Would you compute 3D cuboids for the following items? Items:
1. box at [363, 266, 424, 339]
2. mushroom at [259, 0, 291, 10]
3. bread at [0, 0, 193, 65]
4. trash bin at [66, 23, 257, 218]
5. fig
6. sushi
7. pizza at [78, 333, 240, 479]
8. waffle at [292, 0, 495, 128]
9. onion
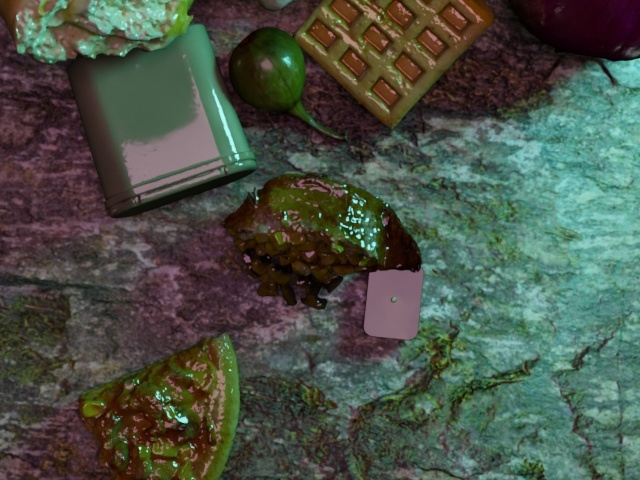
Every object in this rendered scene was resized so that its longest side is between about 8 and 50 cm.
[{"bbox_3d":[0.116,0.095,1.873,0.091,0.031,0.126,5,89,-4],"label":"box"},{"bbox_3d":[-0.087,-0.466,1.790,0.260,0.234,0.254,16,52,31],"label":"mushroom"},{"bbox_3d":[-0.335,-0.412,1.666,0.316,0.211,0.270,-11,57,-37],"label":"bread"},{"bbox_3d":[-0.247,-0.186,1.807,0.243,0.121,0.247,-18,89,-4],"label":"trash bin"},{"bbox_3d":[-0.044,-0.232,1.841,0.236,0.124,0.124,42,87,-27],"label":"fig"},{"bbox_3d":[-0.004,0.000,1.810,0.297,0.167,0.179,13,67,-10],"label":"sushi"},{"bbox_3d":[-0.217,0.310,1.829,0.268,0.087,0.257,-25,95,-6],"label":"pizza"},{"bbox_3d":[0.111,-0.331,1.815,0.221,0.055,0.248,41,111,-4],"label":"waffle"},{"bbox_3d":[0.459,-0.435,1.726,0.348,0.385,0.347,-1,93,-20],"label":"onion"}]
